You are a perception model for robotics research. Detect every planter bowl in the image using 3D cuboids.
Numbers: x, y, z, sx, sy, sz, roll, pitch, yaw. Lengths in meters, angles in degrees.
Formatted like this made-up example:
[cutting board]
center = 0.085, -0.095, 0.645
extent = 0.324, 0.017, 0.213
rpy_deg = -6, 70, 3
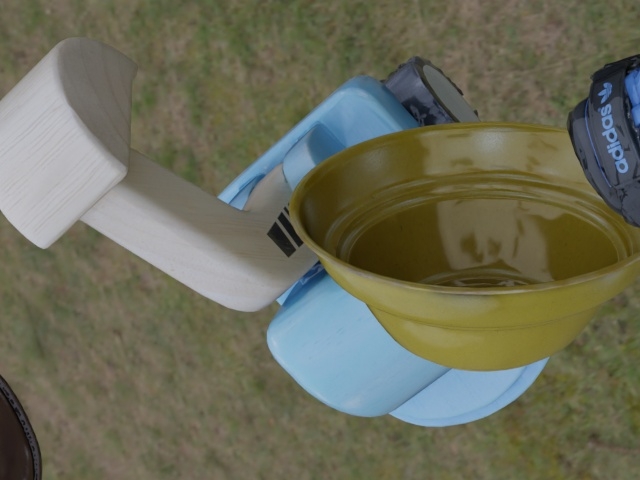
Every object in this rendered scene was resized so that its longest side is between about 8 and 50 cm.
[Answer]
[planter bowl]
center = 0.093, 0.013, 0.716
extent = 0.217, 0.217, 0.090
rpy_deg = 26, 130, 44

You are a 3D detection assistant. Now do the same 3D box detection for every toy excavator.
[toy excavator]
center = 0.000, 0.000, 0.929
extent = 0.222, 0.445, 0.433
rpy_deg = -39, 98, 21

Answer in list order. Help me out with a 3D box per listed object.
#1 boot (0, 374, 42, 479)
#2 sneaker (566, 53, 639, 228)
[boot]
center = -0.119, 0.089, 0.385
extent = 0.114, 0.037, 0.106
rpy_deg = 36, -141, -83
[sneaker]
center = 0.102, -0.035, 0.342
extent = 0.084, 0.152, 0.058
rpy_deg = -16, 76, 33
